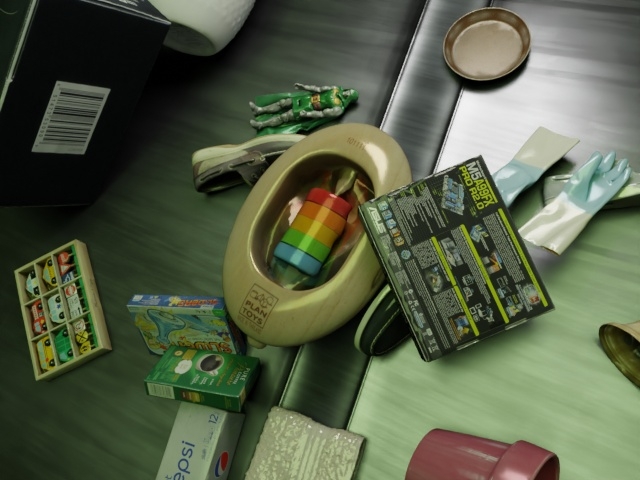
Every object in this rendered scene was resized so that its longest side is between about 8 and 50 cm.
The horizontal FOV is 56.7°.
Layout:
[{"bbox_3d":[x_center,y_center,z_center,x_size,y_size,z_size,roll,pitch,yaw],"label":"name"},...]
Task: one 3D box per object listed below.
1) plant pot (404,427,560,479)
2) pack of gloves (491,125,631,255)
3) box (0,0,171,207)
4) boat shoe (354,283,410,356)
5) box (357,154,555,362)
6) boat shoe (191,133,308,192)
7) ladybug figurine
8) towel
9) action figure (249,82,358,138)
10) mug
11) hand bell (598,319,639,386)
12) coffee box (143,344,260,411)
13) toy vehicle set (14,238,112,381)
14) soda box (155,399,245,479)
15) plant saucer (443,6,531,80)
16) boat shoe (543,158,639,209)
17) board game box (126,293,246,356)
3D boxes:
[{"bbox_3d":[0.233,0.378,0.888,0.180,0.201,0.201,16,77,37],"label":"plant pot"},{"bbox_3d":[0.382,-0.105,0.993,0.232,0.046,0.195,-43,50,-16],"label":"pack of gloves"},{"bbox_3d":[-0.636,-0.397,1.254,0.472,0.297,0.479,46,118,23],"label":"box"},{"bbox_3d":[0.209,0.092,1.016,0.340,0.127,0.113,-40,53,-9],"label":"boat shoe"},{"bbox_3d":[0.208,0.028,0.942,0.216,0.060,0.270,-23,81,-2],"label":"box"},{"bbox_3d":[-0.138,-0.153,1.222,0.285,0.103,0.092,-6,76,19],"label":"boat shoe"},{"bbox_3d":[0.000,0.000,1.090,0.305,0.162,0.449,31,83,23],"label":"ladybug figurine"},{"bbox_3d":[-0.051,0.446,1.021,0.187,0.049,0.282,15,77,20],"label":"towel"},{"bbox_3d":[-0.033,-0.283,1.253,0.232,0.063,0.137,-11,66,10],"label":"action figure"},{"bbox_3d":[-0.312,-0.607,1.320,0.374,0.276,0.327,12,83,10],"label":"mug"},{"bbox_3d":[0.574,0.118,0.921,0.242,0.126,0.126,-32,66,-8],"label":"hand bell"},{"bbox_3d":[-0.214,0.249,1.087,0.184,0.113,0.040,5,117,11],"label":"coffee box"},{"bbox_3d":[-0.560,0.149,1.284,0.166,0.035,0.266,-27,67,7],"label":"toy vehicle set"},{"bbox_3d":[-0.232,0.434,1.057,0.098,0.091,0.286,11,76,21],"label":"soda box"},{"bbox_3d":[0.333,-0.388,1.189,0.169,0.029,0.168,-5,72,16],"label":"plant saucer"},{"bbox_3d":[0.498,-0.100,1.014,0.228,0.079,0.081,-9,74,18],"label":"boat shoe"},{"bbox_3d":[-0.254,0.166,1.133,0.201,0.136,0.035,0,36,18],"label":"board game box"}]
